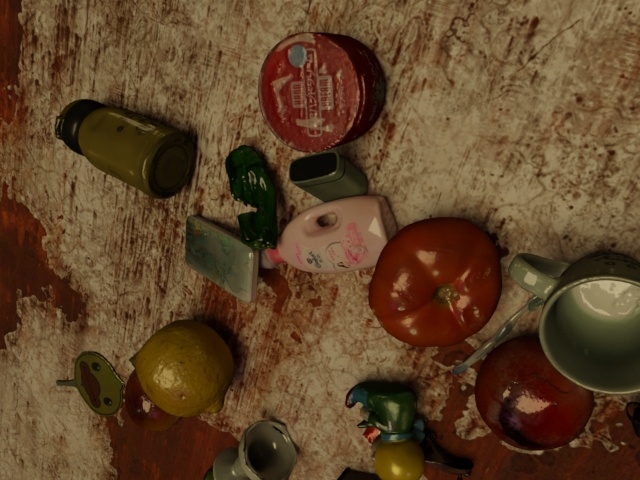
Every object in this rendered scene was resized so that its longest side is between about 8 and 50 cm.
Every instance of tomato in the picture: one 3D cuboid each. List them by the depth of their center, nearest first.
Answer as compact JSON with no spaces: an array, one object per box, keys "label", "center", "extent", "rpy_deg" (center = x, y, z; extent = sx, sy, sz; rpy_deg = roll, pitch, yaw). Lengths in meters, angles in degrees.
[{"label":"tomato","center":[0.390,0.286,0.988],"extent":[0.208,0.184,0.208],"rpy_deg":[7,106,26]},{"label":"tomato","center":[0.210,0.074,1.010],"extent":[0.259,0.180,0.260],"rpy_deg":[-2,108,-7]}]

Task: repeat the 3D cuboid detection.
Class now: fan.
[{"label":"fan","center":[-0.758,0.471,1.745],"extent":[0.335,0.011,0.230],"rpy_deg":[-9,101,29]}]

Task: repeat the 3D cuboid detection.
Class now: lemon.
[{"label":"lemon","center":[-0.337,0.328,1.359],"extent":[0.228,0.228,0.253],"rpy_deg":[-36,104,31]}]

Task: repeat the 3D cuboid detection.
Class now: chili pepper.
[{"label":"chili pepper","center":[-0.148,-0.095,1.186],"extent":[0.083,0.099,0.253],"rpy_deg":[113,145,-61]}]

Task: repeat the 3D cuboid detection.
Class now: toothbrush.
[{"label":"toothbrush","center":[0.355,0.193,1.073],"extent":[0.021,0.027,0.269],"rpy_deg":[36,120,-1]}]

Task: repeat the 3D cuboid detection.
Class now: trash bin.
[{"label":"trash bin","center":[0.017,-0.128,1.089],"extent":[0.116,0.130,0.059],"rpy_deg":[-7,72,30]}]

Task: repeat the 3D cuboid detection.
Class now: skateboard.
[{"label":"skateboard","center":[0.264,0.477,1.187],"extent":[0.151,0.067,0.080],"rpy_deg":[16,102,27]}]

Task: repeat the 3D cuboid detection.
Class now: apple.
[{"label":"apple","center":[-0.468,0.439,1.515],"extent":[0.195,0.160,0.173],"rpy_deg":[15,89,17]}]

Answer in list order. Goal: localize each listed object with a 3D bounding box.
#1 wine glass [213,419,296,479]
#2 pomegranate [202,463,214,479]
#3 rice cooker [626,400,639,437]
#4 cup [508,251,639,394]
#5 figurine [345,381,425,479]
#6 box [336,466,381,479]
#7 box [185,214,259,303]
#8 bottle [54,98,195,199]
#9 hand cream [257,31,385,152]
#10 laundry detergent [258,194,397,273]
[{"label":"wine glass","center":[-0.179,0.574,1.395],"extent":[0.196,0.165,0.165],"rpy_deg":[-39,85,38]},{"label":"pomegranate","center":[-0.270,0.692,1.478],"extent":[0.122,0.161,0.122],"rpy_deg":[1,136,1]},{"label":"rice cooker","center":[0.630,0.304,0.895],"extent":[0.203,0.142,0.118],"rpy_deg":[9,96,25]},{"label":"cup","center":[0.436,0.091,0.877],"extent":[0.258,0.234,0.186],"rpy_deg":[33,117,14]},{"label":"figurine","center":[0.142,0.438,1.177],"extent":[0.185,0.127,0.234],"rpy_deg":[-6,92,38]},{"label":"box","center":[0.105,0.707,1.265],"extent":[0.153,0.188,0.252],"rpy_deg":[-3,100,31]},{"label":"box","center":[-0.243,0.039,1.286],"extent":[0.285,0.044,0.142],"rpy_deg":[23,117,42]},{"label":"bottle","center":[-0.491,-0.243,1.308],"extent":[0.351,0.171,0.172],"rpy_deg":[27,115,21]},{"label":"hand cream","center":[0.005,-0.290,1.045],"extent":[0.230,0.149,0.230],"rpy_deg":[8,109,23]},{"label":"laundry detergent","center":[0.000,0.000,1.165],"extent":[0.335,0.088,0.159],"rpy_deg":[-11,101,30]}]
